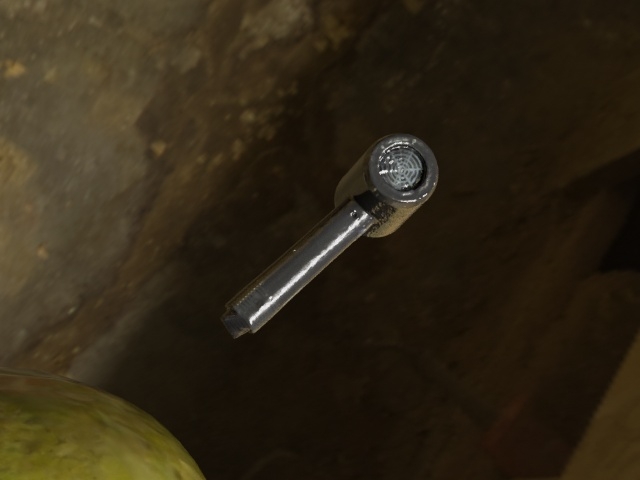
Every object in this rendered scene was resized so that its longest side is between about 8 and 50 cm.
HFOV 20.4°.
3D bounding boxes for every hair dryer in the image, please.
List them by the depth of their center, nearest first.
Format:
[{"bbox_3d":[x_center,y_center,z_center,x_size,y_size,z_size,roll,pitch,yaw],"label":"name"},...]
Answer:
[{"bbox_3d":[0.000,0.000,0.572,0.083,0.047,0.026,-40,86,-16],"label":"hair dryer"}]

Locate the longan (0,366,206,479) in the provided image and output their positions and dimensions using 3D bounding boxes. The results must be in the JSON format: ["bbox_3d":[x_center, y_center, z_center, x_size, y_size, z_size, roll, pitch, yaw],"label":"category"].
[{"bbox_3d":[-0.091,0.121,0.521,0.145,0.155,0.176,-29,87,-23],"label":"longan"}]
